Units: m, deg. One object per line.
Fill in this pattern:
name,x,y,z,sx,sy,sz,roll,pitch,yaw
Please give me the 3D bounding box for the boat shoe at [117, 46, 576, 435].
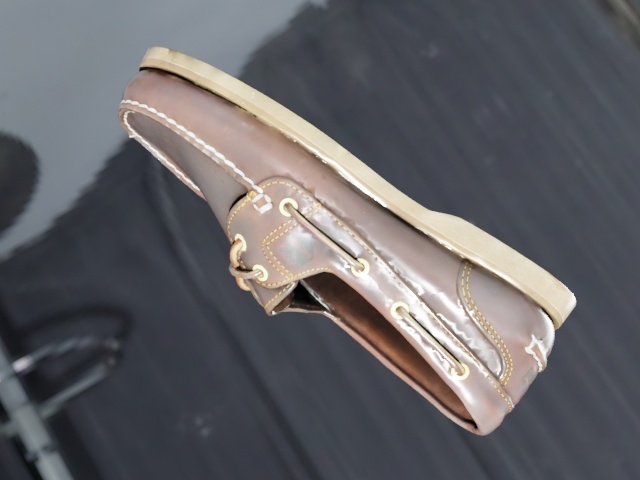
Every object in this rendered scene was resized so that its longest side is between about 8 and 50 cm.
boat shoe,0.000,0.000,0.784,0.073,0.207,0.073,-56,173,-10
